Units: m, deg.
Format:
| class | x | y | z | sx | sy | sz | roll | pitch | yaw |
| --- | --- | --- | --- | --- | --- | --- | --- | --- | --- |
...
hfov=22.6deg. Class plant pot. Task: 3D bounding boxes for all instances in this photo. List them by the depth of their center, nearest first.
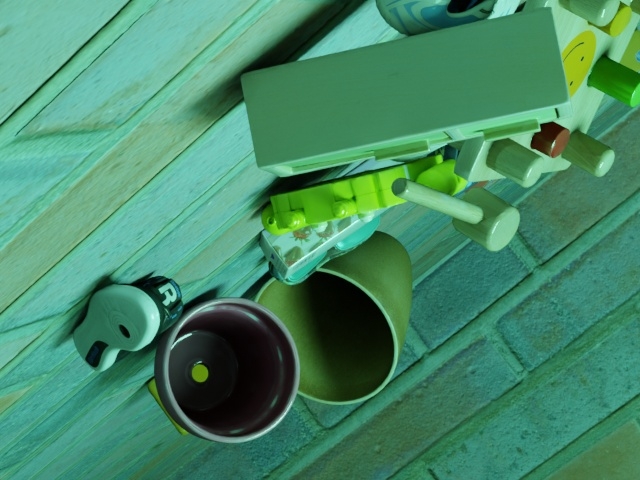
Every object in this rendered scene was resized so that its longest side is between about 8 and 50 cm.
| class | x | y | z | sx | sy | sz | roll | pitch | yaw |
| --- | --- | --- | --- | --- | --- | --- | --- | --- | --- |
| plant pot | -0.151 | 0.183 | 2.265 | 0.201 | 0.201 | 0.180 | -33 | -172 | -20 |
| plant pot | 0.046 | 0.090 | 2.502 | 0.237 | 0.237 | 0.254 | -42 | -174 | 33 |

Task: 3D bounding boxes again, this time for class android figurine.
| class | x | y | z | sx | sy | sz | roll | pitch | yaw |
| --- | --- | --- | --- | --- | --- | --- | --- | --- | --- |
| android figurine | 0.047 | -0.054 | 1.917 | 0.248 | 0.056 | 0.273 | -12 | -175 | 24 |

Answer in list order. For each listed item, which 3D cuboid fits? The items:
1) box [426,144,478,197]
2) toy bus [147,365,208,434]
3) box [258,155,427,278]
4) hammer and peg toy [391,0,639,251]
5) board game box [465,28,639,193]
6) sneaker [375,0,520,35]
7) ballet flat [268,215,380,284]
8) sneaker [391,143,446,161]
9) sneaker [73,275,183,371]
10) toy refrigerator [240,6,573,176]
| class | x | y | z | sx | sy | sz | roll | pitch | yaw |
| --- | --- | --- | --- | --- | --- | --- | --- | --- | --- |
| box | 0.241 | -0.177 | 2.060 | 0.233 | 0.059 | 0.183 | -33 | 149 | -26 |
| toy bus | -0.122 | 0.188 | 2.641 | 0.333 | 0.108 | 0.130 | -35 | 173 | -10 |
| box | 0.064 | -0.066 | 2.132 | 0.324 | 0.063 | 0.067 | -34 | 173 | -13 |
| hammer and peg toy | 0.233 | -0.135 | 1.704 | 0.266 | 0.127 | 0.361 | -8 | 126 | -57 |
| board game box | 0.390 | -0.210 | 2.673 | 0.317 | 0.064 | 0.242 | -31 | 171 | -31 |
| sneaker | 0.134 | -0.224 | 1.424 | 0.086 | 0.085 | 0.237 | -13 | -176 | 32 |
| ballet flat | 0.000 | 0.000 | 2.296 | 0.188 | 0.070 | 0.070 | -30 | 170 | -27 |
| sneaker | 0.199 | -0.194 | 1.818 | 0.293 | 0.108 | 0.169 | -34 | 175 | -11 |
| sneaker | -0.198 | 0.071 | 1.801 | 0.121 | 0.079 | 0.217 | -35 | -179 | -30 |
| toy refrigerator | 0.078 | -0.121 | 1.385 | 0.270 | 0.094 | 0.102 | -12 | 176 | 9 |
